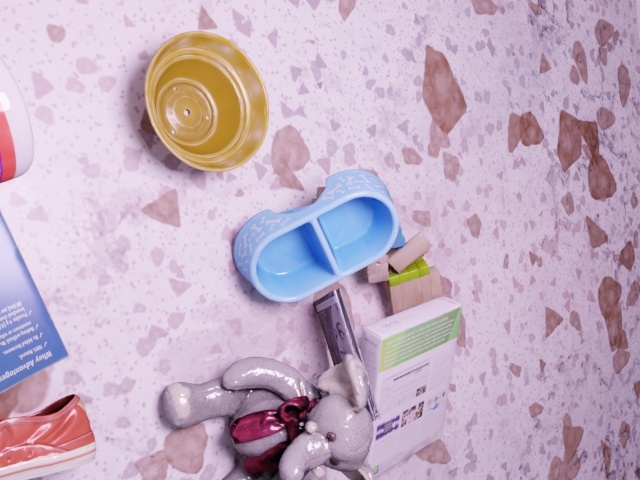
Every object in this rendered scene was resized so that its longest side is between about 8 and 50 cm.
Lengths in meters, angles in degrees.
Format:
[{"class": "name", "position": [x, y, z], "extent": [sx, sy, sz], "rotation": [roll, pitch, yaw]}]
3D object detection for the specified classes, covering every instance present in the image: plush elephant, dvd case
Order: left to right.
[{"class": "plush elephant", "position": [-0.032, 0.311, 0.997], "extent": [0.329, 0.255, 0.272], "rotation": [-20, 100, -38]}, {"class": "dvd case", "position": [0.042, 0.201, 1.097], "extent": [0.018, 0.164, 0.222], "rotation": [-14, 81, -14]}]

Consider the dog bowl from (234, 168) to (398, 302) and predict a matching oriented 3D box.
[{"class": "dog bowl", "position": [0.000, 0.000, 1.064], "extent": [0.297, 0.074, 0.166], "rotation": [-27, 119, -4]}]

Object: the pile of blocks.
[{"class": "pile of blocks", "position": [0.113, -0.002, 1.215], "extent": [0.149, 0.113, 0.362], "rotation": [-37, 123, 8]}]

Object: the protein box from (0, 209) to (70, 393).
[{"class": "protein box", "position": [-0.450, 0.093, 0.745], "extent": [0.199, 0.135, 0.201], "rotation": [-30, 106, -37]}]

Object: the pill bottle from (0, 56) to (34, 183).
[{"class": "pill bottle", "position": [-0.503, -0.109, 0.684], "extent": [0.322, 0.181, 0.182], "rotation": [-28, 105, -36]}]

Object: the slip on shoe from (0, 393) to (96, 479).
[{"class": "slip on shoe", "position": [-0.440, 0.256, 0.764], "extent": [0.331, 0.123, 0.102], "rotation": [0, 79, -44]}]

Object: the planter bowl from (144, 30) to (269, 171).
[{"class": "planter bowl", "position": [-0.195, -0.211, 0.998], "extent": [0.217, 0.090, 0.218], "rotation": [3, 85, -39]}]

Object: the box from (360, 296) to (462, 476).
[{"class": "box", "position": [0.166, 0.286, 1.221], "extent": [0.232, 0.058, 0.322], "rotation": [-14, 118, -39]}]
